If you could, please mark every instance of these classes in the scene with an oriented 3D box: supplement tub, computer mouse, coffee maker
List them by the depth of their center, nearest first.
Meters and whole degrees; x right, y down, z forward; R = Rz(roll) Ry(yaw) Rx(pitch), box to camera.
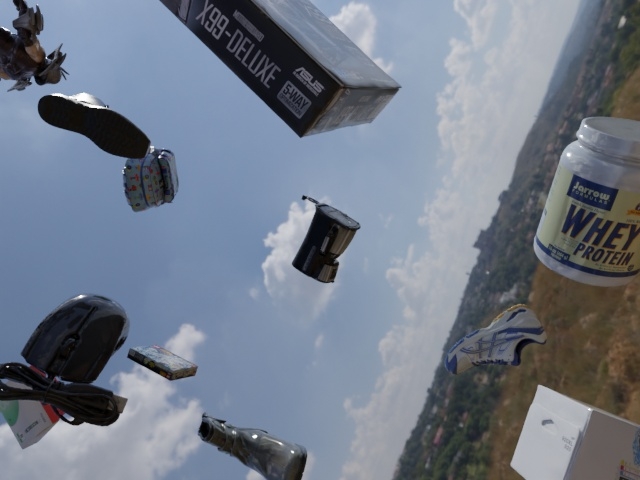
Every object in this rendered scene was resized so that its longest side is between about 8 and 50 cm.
[{"bbox_3d":[-0.368,0.155,0.784,0.272,0.188,0.072,-103,36,-66],"label":"computer mouse"},{"bbox_3d":[0.634,-0.088,1.117,0.235,0.235,0.325,-44,-35,-54],"label":"supplement tub"},{"bbox_3d":[0.000,0.000,1.350,0.120,0.171,0.178,6,-63,-46],"label":"coffee maker"}]

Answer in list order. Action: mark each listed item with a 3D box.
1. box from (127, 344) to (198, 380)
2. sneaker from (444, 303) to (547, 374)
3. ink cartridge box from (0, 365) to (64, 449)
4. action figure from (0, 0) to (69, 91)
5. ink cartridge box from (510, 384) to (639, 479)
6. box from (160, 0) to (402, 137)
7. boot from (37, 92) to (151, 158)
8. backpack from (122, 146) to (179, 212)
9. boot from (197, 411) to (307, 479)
[{"bbox_3d":[-0.371,0.286,1.184,0.094,0.136,0.027,16,-87,-66],"label":"box"},{"bbox_3d":[0.487,0.308,1.409,0.296,0.131,0.111,-42,-35,20],"label":"sneaker"},{"bbox_3d":[-0.807,0.451,1.405,0.224,0.181,0.056,-42,-12,27],"label":"ink cartridge box"},{"bbox_3d":[-0.537,-0.335,0.802,0.285,0.185,0.099,28,-135,-51],"label":"action figure"},{"bbox_3d":[0.496,0.388,0.881,0.171,0.232,0.168,147,145,-84],"label":"ink cartridge box"},{"bbox_3d":[-0.033,-0.253,0.656,0.076,0.242,0.307,-47,-4,25],"label":"box"},{"bbox_3d":[-0.402,-0.230,0.954,0.077,0.197,0.137,-59,11,19],"label":"boot"},{"bbox_3d":[-0.447,-0.156,1.316,0.173,0.116,0.159,-102,10,-69],"label":"backpack"},{"bbox_3d":[-0.135,0.370,0.891,0.246,0.161,0.084,-22,44,62],"label":"boot"}]
